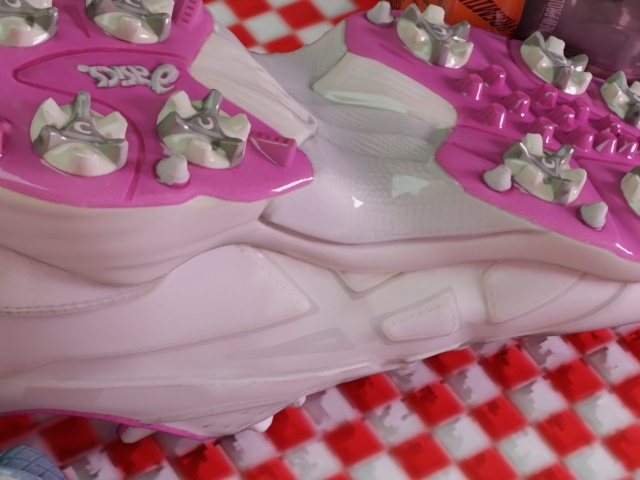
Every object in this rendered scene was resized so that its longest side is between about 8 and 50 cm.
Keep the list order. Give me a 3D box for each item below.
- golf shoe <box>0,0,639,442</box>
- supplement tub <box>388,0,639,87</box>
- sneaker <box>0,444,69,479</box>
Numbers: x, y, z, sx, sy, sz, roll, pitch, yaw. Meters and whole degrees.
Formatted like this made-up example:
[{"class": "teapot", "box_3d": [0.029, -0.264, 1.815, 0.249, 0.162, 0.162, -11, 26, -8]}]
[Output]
[{"class": "golf shoe", "box_3d": [0.000, 0.000, 0.580, 0.306, 0.140, 0.115, 6, 40, -29]}, {"class": "supplement tub", "box_3d": [0.182, -0.160, 0.673, 0.316, 0.193, 0.193, -8, 49, -10]}, {"class": "sneaker", "box_3d": [-0.083, 0.113, 0.468, 0.283, 0.110, 0.122, 30, 49, 21]}]
